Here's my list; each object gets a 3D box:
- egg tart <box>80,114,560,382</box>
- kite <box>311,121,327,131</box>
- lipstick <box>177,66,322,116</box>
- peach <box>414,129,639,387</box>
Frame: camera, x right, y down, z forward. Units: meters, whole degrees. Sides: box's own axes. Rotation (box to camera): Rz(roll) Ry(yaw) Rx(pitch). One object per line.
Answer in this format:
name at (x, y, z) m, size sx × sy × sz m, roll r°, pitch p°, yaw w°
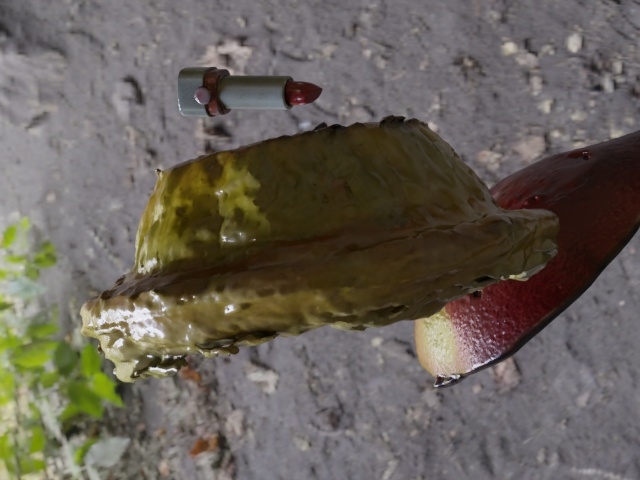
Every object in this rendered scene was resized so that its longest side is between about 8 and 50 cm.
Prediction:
egg tart at (0.000, 0.000, 0.676) m, size 0.288 × 0.288 × 0.118 m, roll -14°, pitch 86°, yaw 36°
kite at (-0.013, -0.091, 1.755) m, size 0.232 × 0.009 × 0.189 m, roll 4°, pitch 75°, yaw 8°
lipstick at (-0.087, -0.186, 1.457) m, size 0.186 × 0.057 × 0.063 m, roll 3°, pitch 108°, yaw 22°
peach at (0.162, -0.008, 0.872) m, size 0.068 × 0.189 × 0.279 m, roll 41°, pitch 94°, yaw -15°
